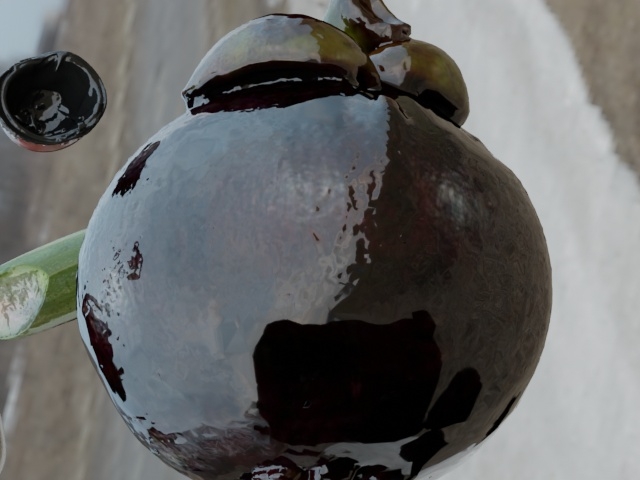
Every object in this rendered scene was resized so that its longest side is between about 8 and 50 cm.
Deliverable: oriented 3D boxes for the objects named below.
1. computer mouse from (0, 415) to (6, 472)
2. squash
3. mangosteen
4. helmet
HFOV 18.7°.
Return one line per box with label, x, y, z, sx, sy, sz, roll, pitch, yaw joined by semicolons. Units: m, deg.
computer mouse;-0.276;0.101;1.332;0.236;0.082;0.145;8;122;67
squash;-0.182;0.021;1.622;0.069;0.239;0.069;50;152;39
mangosteen;0.000;0.000;1.236;0.307;0.307;0.347;127;148;-66
helmet;-0.185;-0.083;1.270;0.084;0.065;0.049;-27;-10;-36
